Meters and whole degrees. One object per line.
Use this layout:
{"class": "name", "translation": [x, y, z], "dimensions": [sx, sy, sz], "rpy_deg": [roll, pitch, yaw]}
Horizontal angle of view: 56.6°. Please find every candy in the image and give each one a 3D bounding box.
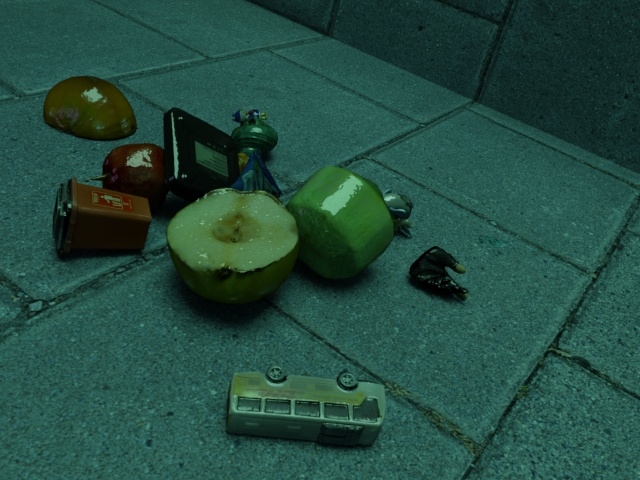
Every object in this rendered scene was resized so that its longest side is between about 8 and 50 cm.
{"class": "candy", "translation": [-0.204, -0.157, 1.902], "dimensions": [0.077, 0.187, 0.331], "rpy_deg": [-21, 24, 19]}

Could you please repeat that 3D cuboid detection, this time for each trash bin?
{"class": "trash bin", "translation": [-0.588, -0.047, 1.596], "dimensions": [0.239, 0.184, 0.161], "rpy_deg": [8, 33, -29]}

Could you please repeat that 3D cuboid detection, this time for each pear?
{"class": "pear", "translation": [-0.228, 0.036, 1.576], "dimensions": [0.341, 0.191, 0.386], "rpy_deg": [6, 35, 1]}

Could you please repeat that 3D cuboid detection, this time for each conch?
{"class": "conch", "translation": [-0.250, -0.368, 2.198], "dimensions": [0.196, 0.134, 0.202], "rpy_deg": [-14, 26, 33]}

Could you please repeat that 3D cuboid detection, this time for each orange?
{"class": "orange", "translation": [-0.831, -0.467, 2.155], "dimensions": [0.310, 0.274, 0.274], "rpy_deg": [47, 36, -8]}

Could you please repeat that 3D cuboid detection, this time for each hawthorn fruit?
{"class": "hawthorn fruit", "translation": [-0.569, -0.189, 1.747], "dimensions": [0.243, 0.207, 0.207], "rpy_deg": [-5, 39, -35]}

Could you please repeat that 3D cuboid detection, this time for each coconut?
{"class": "coconut", "translation": [0.059, -0.063, 1.721], "dimensions": [0.329, 0.281, 0.328], "rpy_deg": [-6, 50, 7]}

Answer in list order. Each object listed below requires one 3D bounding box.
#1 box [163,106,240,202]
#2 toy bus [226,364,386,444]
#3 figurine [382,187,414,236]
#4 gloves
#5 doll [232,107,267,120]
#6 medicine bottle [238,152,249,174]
{"class": "box", "translation": [-0.357, -0.242, 1.832], "dimensions": [0.290, 0.073, 0.288], "rpy_deg": [23, 53, -50]}
{"class": "toy bus", "translation": [-0.029, 0.356, 1.280], "dimensions": [0.343, 0.097, 0.138], "rpy_deg": [9, 37, -8]}
{"class": "figurine", "translation": [0.228, -0.081, 1.968], "dimensions": [0.208, 0.184, 0.128], "rpy_deg": [37, 21, -41]}
{"class": "gloves", "translation": [0.367, 0.115, 1.790], "dimensions": [0.180, 0.106, 0.129], "rpy_deg": [49, 40, -2]}
{"class": "doll", "translation": [-0.293, -0.513, 2.449], "dimensions": [0.143, 0.057, 0.098], "rpy_deg": [0, 52, -12]}
{"class": "medicine bottle", "translation": [-0.337, -0.237, 2.003], "dimensions": [0.192, 0.096, 0.096], "rpy_deg": [-17, 45, -38]}
